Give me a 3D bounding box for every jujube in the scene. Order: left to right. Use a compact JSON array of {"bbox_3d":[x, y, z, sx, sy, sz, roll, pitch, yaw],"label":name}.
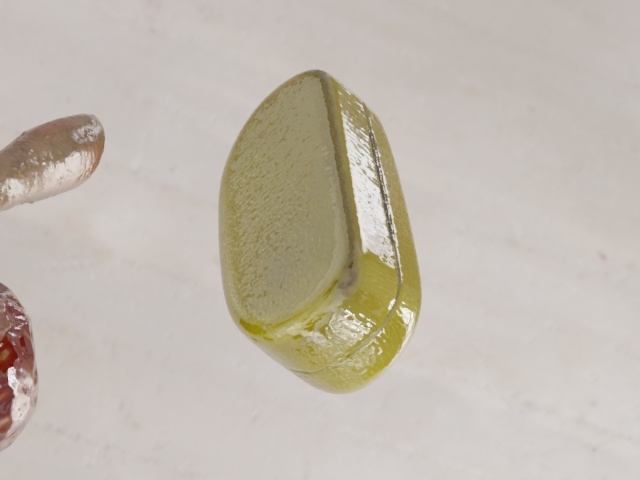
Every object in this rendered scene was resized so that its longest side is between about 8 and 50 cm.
[{"bbox_3d":[-0.395,0.120,1.537,0.232,0.213,0.213,-3,60,-10],"label":"jujube"}]

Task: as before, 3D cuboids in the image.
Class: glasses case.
[{"bbox_3d":[0.000,0.000,1.500,0.141,0.173,0.371,40,24,-30],"label":"glasses case"}]

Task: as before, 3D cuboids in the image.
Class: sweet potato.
[{"bbox_3d":[-0.207,-0.040,1.002,0.050,0.050,0.214,47,36,9],"label":"sweet potato"}]
